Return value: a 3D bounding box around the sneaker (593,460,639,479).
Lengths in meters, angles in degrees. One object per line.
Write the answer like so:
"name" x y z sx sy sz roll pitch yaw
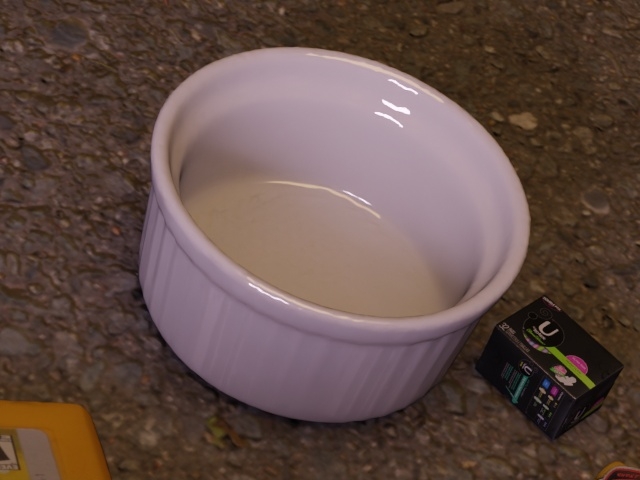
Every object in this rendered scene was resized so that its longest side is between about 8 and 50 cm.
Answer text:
"sneaker" 0.296 0.188 1.363 0.225 0.088 0.093 4 45 -19

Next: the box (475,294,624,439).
"box" 0.169 0.094 1.432 0.062 0.052 0.083 -28 61 -39

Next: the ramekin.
"ramekin" 0.000 0.000 1.398 0.277 0.135 0.277 12 43 -11

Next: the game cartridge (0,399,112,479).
"game cartridge" -0.244 0.175 1.093 0.285 0.053 0.324 4 19 -18
